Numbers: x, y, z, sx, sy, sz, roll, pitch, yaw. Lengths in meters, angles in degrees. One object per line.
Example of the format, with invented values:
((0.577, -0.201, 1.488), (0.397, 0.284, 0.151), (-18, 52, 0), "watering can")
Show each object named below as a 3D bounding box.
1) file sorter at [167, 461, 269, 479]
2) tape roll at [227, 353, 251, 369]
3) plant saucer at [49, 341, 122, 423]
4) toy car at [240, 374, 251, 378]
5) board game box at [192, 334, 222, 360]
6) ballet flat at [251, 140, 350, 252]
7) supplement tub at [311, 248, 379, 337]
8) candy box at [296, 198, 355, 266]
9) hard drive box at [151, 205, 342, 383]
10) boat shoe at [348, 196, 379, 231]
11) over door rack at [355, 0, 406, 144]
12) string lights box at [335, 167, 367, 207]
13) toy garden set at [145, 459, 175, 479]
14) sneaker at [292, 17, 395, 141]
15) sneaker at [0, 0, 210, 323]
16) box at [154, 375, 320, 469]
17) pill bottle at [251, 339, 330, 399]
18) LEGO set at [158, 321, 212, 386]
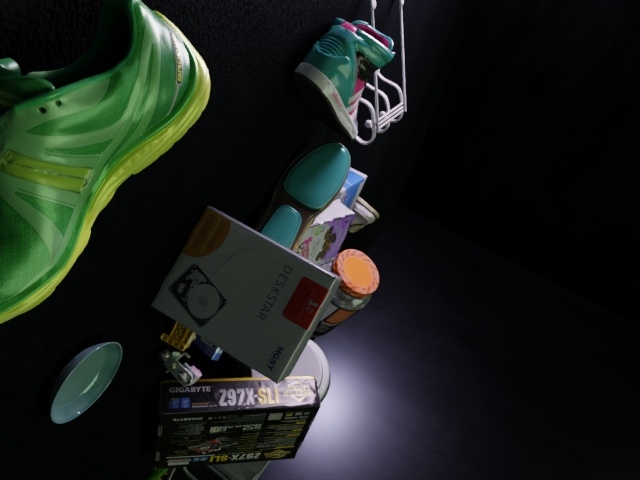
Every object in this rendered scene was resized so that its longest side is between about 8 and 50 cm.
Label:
((-0.229, 0.552, 1.271), (0.173, 0.193, 0.278), (-62, 168, 18), "file sorter")
((-0.140, 0.204, 1.368), (0.321, 0.077, 0.321), (-58, 170, -17), "tape roll")
((-0.314, 0.182, 0.645), (0.119, 0.021, 0.119), (-58, 168, -19), "plant saucer")
((-0.207, 0.396, 1.603), (0.239, 0.053, 0.225), (-53, 166, -42), "toy car")
((-0.206, 0.167, 0.934), (0.020, 0.090, 0.090), (32, 86, -51), "board game box")
((-0.060, -0.064, 1.016), (0.348, 0.123, 0.123), (-58, 169, -21), "ballet flat")
((0.034, 0.168, 1.549), (0.316, 0.193, 0.193), (-44, -176, 44), "supplement tub")
((-0.028, -0.003, 1.202), (0.196, 0.070, 0.164), (-18, 141, -41), "candy box")
((-0.111, 0.081, 0.765), (0.181, 0.232, 0.089), (-62, 170, -2), "hard drive box")
((0.115, -0.077, 1.651), (0.103, 0.113, 0.302), (-47, -179, -4), "boat shoe")
((0.131, -0.401, 1.075), (0.239, 0.108, 0.324), (-47, 148, -54), "over door rack")
((0.045, -0.122, 1.400), (0.133, 0.077, 0.260), (-66, 168, 23), "string lights box")
((-0.342, 0.509, 1.267), (0.244, 0.049, 0.204), (-64, 169, 11), "toy garden set")
((0.055, -0.303, 0.898), (0.178, 0.124, 0.295), (-52, 168, 2), "sneaker")
((-0.210, -0.064, 0.359), (0.295, 0.109, 0.123), (-57, 145, -16), "sneaker")
((-0.185, 0.394, 1.050), (0.079, 0.322, 0.257), (-104, -156, -43), "box")
((-0.075, 0.366, 1.324), (0.204, 0.204, 0.361), (-59, 169, -16), "pill bottle")
((-0.169, 0.122, 0.876), (0.287, 0.132, 0.107), (-40, 177, 5), "LEGO set")
